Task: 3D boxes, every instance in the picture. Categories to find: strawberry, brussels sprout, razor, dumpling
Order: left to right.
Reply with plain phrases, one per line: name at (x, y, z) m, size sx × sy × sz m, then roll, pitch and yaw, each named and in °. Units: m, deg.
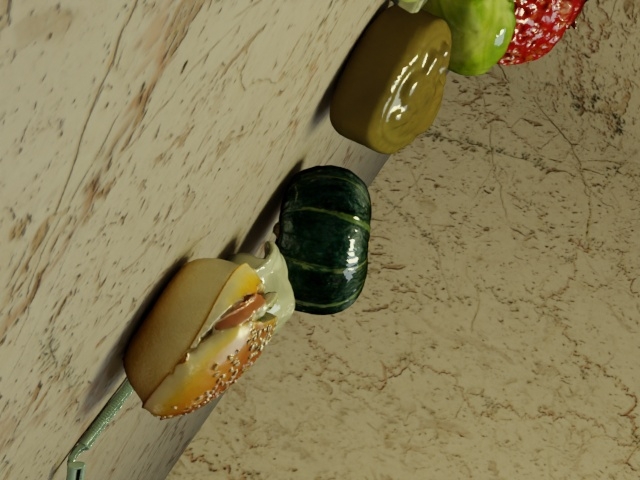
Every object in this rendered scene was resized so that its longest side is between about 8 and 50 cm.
razor at (-0.286, 0.240, 1.774) m, size 0.211 × 0.036 × 0.084 m, roll -61°, pitch 175°, yaw -38°
dumpling at (-0.105, 0.081, 2.037) m, size 0.162 × 0.132 × 0.250 m, roll -52°, pitch 167°, yaw -2°
brussels sprout at (0.233, -0.375, 2.155) m, size 0.161 × 0.223 × 0.223 m, roll -20°, pitch 172°, yaw -4°
strawberry at (0.317, -0.463, 2.396) m, size 0.292 × 0.310 × 0.292 m, roll -174°, pitch -90°, yaw -70°

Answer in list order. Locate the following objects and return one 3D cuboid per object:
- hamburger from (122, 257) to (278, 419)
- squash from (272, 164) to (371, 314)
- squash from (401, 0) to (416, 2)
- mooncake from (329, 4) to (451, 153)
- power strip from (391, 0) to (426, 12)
hamburger at (-0.153, 0.128, 1.684) m, size 0.237 × 0.147 × 0.237 m, roll -54°, pitch 175°, yaw -7°
squash at (0.000, 0.000, 2.204) m, size 0.252 × 0.165 × 0.252 m, roll 5°, pitch 90°, yaw -89°
squash at (0.139, -0.405, 1.697) m, size 0.083 × 0.083 × 0.250 m, roll -54°, pitch 172°, yaw -41°
mooncake at (0.115, -0.239, 2.062) m, size 0.235 × 0.117 × 0.235 m, roll -50°, pitch 158°, yaw -28°
power strip at (0.174, -0.444, 1.855) m, size 0.105 × 0.070 × 0.257 m, roll -54°, pitch 174°, yaw -45°
